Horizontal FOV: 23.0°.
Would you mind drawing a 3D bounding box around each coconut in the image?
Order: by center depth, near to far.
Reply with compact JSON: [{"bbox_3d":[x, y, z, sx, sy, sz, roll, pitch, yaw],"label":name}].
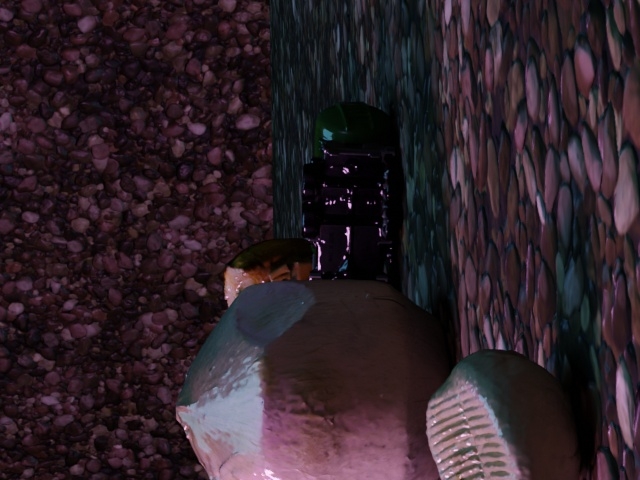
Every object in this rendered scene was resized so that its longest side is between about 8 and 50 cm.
[{"bbox_3d":[-0.008,0.146,1.348,0.227,0.230,0.227,179,90,-85],"label":"coconut"}]

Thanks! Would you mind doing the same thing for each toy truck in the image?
[{"bbox_3d":[0.029,-0.017,1.621,0.125,0.101,0.242,-92,4,-64],"label":"toy truck"}]

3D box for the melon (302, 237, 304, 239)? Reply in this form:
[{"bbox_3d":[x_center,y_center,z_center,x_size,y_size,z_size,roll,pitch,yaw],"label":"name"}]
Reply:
[{"bbox_3d":[-0.001,0.007,2.269,0.182,0.054,0.098,-100,15,-52],"label":"melon"}]

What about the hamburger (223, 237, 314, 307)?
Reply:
[{"bbox_3d":[-0.011,0.091,1.820,0.144,0.157,0.283,47,157,30],"label":"hamburger"}]

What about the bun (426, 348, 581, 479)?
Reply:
[{"bbox_3d":[0.111,0.116,0.893,0.115,0.069,0.115,44,141,52],"label":"bun"}]
